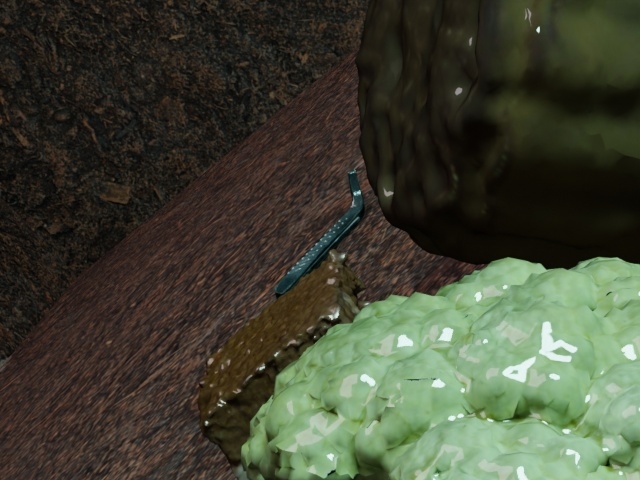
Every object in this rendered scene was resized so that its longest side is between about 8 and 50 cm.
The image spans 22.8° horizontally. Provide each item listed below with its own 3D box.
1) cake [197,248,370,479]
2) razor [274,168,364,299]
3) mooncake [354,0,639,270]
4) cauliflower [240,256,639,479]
[{"bbox_3d":[0.010,0.110,1.014,0.134,0.147,0.135,-42,10,12],"label":"cake"},{"bbox_3d":[0.005,0.002,1.839,0.190,0.033,0.066,-52,-31,-33],"label":"razor"},{"bbox_3d":[0.143,-0.131,1.024,0.324,0.187,0.324,-174,90,-76],"label":"mooncake"},{"bbox_3d":[0.105,0.134,0.499,0.272,0.275,0.250,18,96,45],"label":"cauliflower"}]
